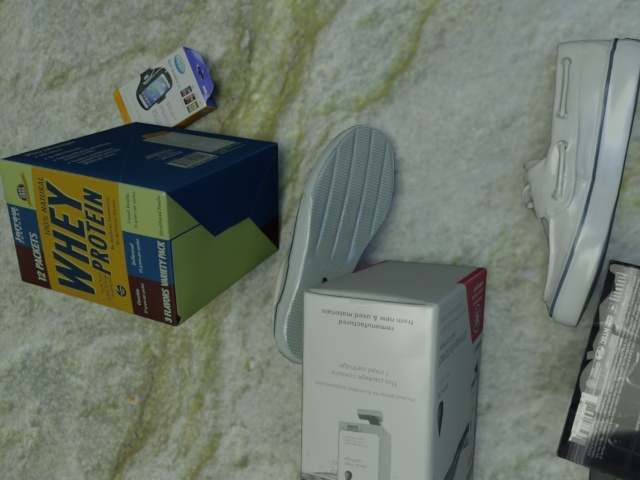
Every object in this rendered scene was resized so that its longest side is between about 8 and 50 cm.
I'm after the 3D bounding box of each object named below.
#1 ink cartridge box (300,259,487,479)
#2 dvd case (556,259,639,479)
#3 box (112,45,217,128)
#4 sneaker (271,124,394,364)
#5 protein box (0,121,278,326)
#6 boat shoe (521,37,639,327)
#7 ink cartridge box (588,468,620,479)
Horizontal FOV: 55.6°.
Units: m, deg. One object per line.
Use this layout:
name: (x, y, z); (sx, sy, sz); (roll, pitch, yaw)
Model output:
ink cartridge box: (0.074, 0.172, 0.571); (0.117, 0.207, 0.282); (4, 98, 25)
dvd case: (0.305, 0.120, 0.437); (0.221, 0.018, 0.164); (15, 99, 24)
box: (-0.187, -0.176, 0.749); (0.136, 0.028, 0.081); (-24, 86, 21)
sneaker: (0.000, 0.000, 0.649); (0.094, 0.091, 0.258); (22, 85, -21)
protein box: (-0.179, -0.033, 0.651); (0.201, 0.200, 0.135); (12, 116, 23)
boat shoe: (0.227, -0.053, 0.554); (0.084, 0.095, 0.257); (12, 89, 26)
ink cartridge box: (0.401, 0.214, 0.479); (0.289, 0.122, 0.211); (35, 107, 17)
